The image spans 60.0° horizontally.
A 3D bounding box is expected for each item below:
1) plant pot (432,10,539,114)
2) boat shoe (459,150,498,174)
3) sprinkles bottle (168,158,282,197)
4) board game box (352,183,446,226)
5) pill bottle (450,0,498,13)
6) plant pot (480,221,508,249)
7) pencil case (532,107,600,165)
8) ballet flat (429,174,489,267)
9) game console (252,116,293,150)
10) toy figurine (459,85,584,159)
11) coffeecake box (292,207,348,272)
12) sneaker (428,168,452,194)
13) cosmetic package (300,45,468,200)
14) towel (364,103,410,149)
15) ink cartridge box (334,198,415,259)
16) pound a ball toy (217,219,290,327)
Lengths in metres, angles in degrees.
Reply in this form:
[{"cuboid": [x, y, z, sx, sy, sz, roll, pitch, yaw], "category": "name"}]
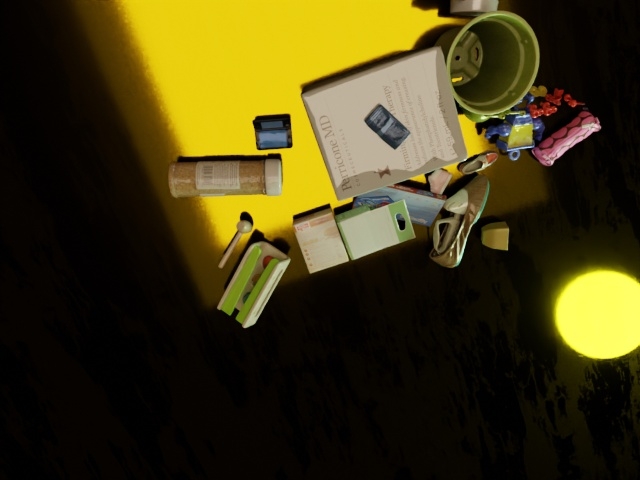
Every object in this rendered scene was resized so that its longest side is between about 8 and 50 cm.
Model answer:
[{"cuboid": [0.455, -0.533, 1.642, 0.277, 0.254, 0.275, -4, 113, -10], "category": "plant pot"}, {"cuboid": [0.534, -0.260, 1.857, 0.137, 0.043, 0.049, -23, 106, 4], "category": "boat shoe"}, {"cuboid": [-0.304, -0.202, 1.798, 0.356, 0.121, 0.121, -1, 108, -2], "category": "sprinkles bottle"}, {"cuboid": [0.262, -0.128, 1.858, 0.282, 0.027, 0.145, 13, 141, -7], "category": "board game box"}, {"cuboid": [0.459, -0.811, 1.612, 0.162, 0.161, 0.282, 2, 108, -3], "category": "pill bottle"}, {"cuboid": [0.602, -0.017, 1.922, 0.084, 0.081, 0.081, -1, 108, 9], "category": "plant pot"}, {"cuboid": [0.806, -0.334, 1.816, 0.209, 0.098, 0.095, -40, 105, 11], "category": "pencil case"}, {"cuboid": [0.456, -0.068, 1.878, 0.124, 0.116, 0.342, 10, 113, -19], "category": "ballet flat"}, {"cuboid": [-0.153, -0.344, 1.787, 0.122, 0.107, 0.071, -5, 80, -1], "category": "game console"}, {"cuboid": [0.619, -0.343, 1.756, 0.363, 0.191, 0.217, -12, 125, -16], "category": "toy figurine"}, {"cuboid": [0.000, 0.000, 1.904, 0.143, 0.068, 0.185, -18, 108, 4], "category": "coffeecake box"}, {"cuboid": [0.385, -0.182, 1.875, 0.070, 0.051, 0.134, 27, 111, 2], "category": "sneaker"}, {"cuboid": [0.178, -0.358, 1.661, 0.394, 0.327, 0.329, -18, 108, 5], "category": "cosmetic package"}, {"cuboid": [0.181, -0.304, 1.492, 0.119, 0.029, 0.067, 40, 104, -14], "category": "towel"}, {"cuboid": [0.186, -0.046, 1.883, 0.235, 0.056, 0.171, -21, 124, 3], "category": "ink cartridge box"}, {"cuboid": [-0.245, 0.108, 1.915, 0.208, 0.136, 0.319, 33, 105, 14], "category": "pound a ball toy"}]
